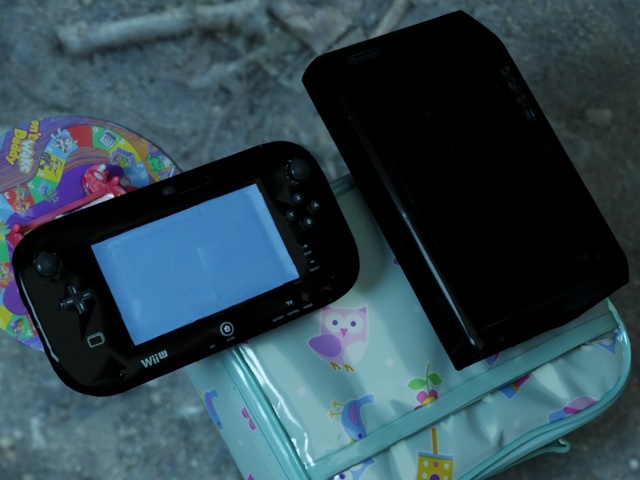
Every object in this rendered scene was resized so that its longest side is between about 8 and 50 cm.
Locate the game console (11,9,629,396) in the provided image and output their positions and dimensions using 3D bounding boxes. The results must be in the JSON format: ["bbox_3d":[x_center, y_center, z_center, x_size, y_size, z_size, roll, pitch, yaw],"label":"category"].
[{"bbox_3d":[0.000,0.000,0.944,0.361,0.044,0.213,-22,75,-25],"label":"game console"}]

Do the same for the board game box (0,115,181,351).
[{"bbox_3d":[-0.153,-0.010,1.018,0.133,0.033,0.169,19,64,-13],"label":"board game box"}]

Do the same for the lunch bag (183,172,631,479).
[{"bbox_3d":[0.062,0.064,1.028,0.279,0.108,0.224,-25,80,-26],"label":"lunch bag"}]
